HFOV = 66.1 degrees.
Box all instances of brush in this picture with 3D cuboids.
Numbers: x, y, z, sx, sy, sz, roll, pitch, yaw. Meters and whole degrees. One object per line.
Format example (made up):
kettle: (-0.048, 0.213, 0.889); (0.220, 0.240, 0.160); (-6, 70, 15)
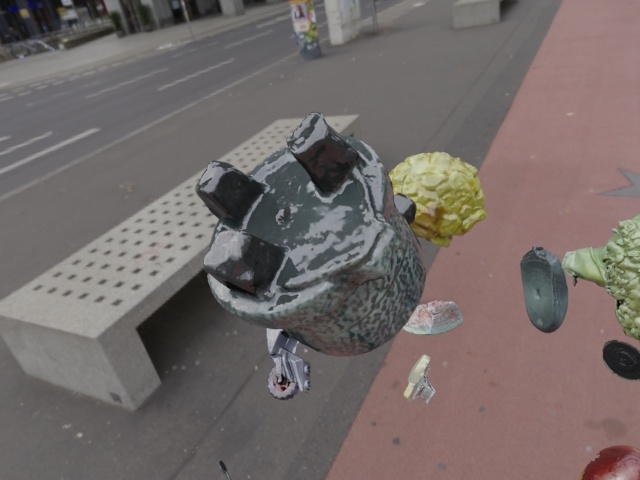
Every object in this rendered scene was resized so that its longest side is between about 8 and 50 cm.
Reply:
brush: (-0.272, 0.673, 1.420); (0.008, 0.083, 0.024); (-40, -15, 18)

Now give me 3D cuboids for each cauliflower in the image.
cauliflower: (0.594, 0.046, 0.838); (0.260, 0.328, 0.281); (1, 15, 8)

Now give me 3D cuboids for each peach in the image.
peach: (0.656, 0.517, 1.016); (0.267, 0.159, 0.153); (-12, 5, -34)

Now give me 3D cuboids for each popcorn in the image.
popcorn: (0.253, -0.085, 1.115); (0.217, 0.235, 0.181); (-56, 3, -1)

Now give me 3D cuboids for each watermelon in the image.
watermelon: (0.295, 0.220, 1.355); (0.180, 0.094, 0.081); (-23, -5, 23)

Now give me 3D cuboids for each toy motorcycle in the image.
toy motorcycle: (-0.039, 0.175, 0.891); (0.122, 0.080, 0.216); (-17, 59, 28)

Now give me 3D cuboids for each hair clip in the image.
hair clip: (0.348, 0.492, 1.731); (0.071, 0.159, 0.218); (29, 20, 1)

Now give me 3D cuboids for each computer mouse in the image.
computer mouse: (0.568, 0.117, 1.241); (0.068, 0.229, 0.113); (-8, 3, -27)

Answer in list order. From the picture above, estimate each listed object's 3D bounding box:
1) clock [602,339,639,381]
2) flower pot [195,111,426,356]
clock: (0.550, 0.218, 0.889); (0.010, 0.074, 0.083); (-13, 13, -26)
flower pot: (0.000, 0.000, 0.663); (0.298, 0.283, 0.299); (-22, 47, 25)
